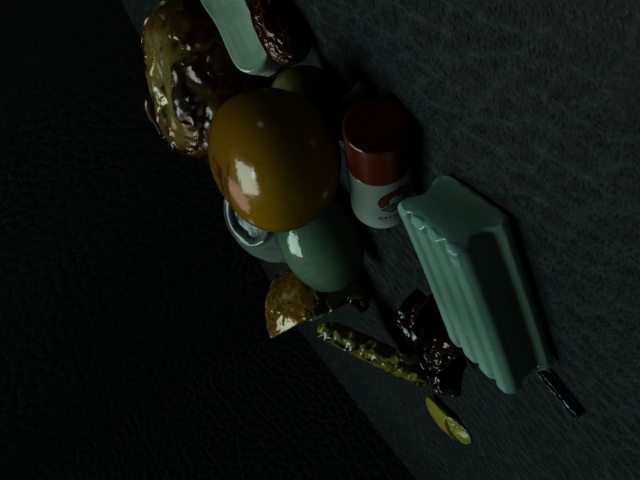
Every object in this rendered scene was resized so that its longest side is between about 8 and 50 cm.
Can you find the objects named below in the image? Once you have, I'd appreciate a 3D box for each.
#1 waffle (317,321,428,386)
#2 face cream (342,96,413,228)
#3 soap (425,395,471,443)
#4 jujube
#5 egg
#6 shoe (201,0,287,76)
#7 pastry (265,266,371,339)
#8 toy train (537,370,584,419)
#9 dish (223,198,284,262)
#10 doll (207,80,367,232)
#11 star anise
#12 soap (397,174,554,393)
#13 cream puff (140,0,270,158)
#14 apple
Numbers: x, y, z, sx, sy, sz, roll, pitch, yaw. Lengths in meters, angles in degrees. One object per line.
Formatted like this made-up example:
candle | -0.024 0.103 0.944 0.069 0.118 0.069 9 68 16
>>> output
waffle | 0.127 0.263 2.105 0.281 0.058 0.301 26 174 11
face cream | 0.085 -0.107 1.298 0.096 0.096 0.214 54 170 25
soap | 0.294 0.421 2.117 0.089 0.033 0.168 59 170 -21
jujube | -0.066 -0.337 1.420 0.129 0.077 0.077 64 170 -3
egg | 0.000 0.000 1.862 0.236 0.169 0.169 62 170 -26
shoe | -0.130 -0.388 1.531 0.110 0.095 0.265 11 -124 -62
pastry | -0.031 0.122 2.152 0.256 0.236 0.170 -18 88 46
toy train | 0.335 0.211 1.265 0.083 0.017 0.017 53 167 25
dish | -0.123 -0.071 2.014 0.303 0.120 0.303 15 114 38
doll | -0.039 -0.127 1.328 0.213 0.236 0.213 55 159 34
star anise | 0.200 0.191 1.596 0.190 0.126 0.220 47 163 36
soap | 0.210 0.060 1.208 0.160 0.087 0.265 45 164 54
cream puff | -0.217 -0.318 1.779 0.350 0.228 0.350 169 90 -71
apple | -0.024 -0.214 1.440 0.102 0.126 0.126 47 166 44
